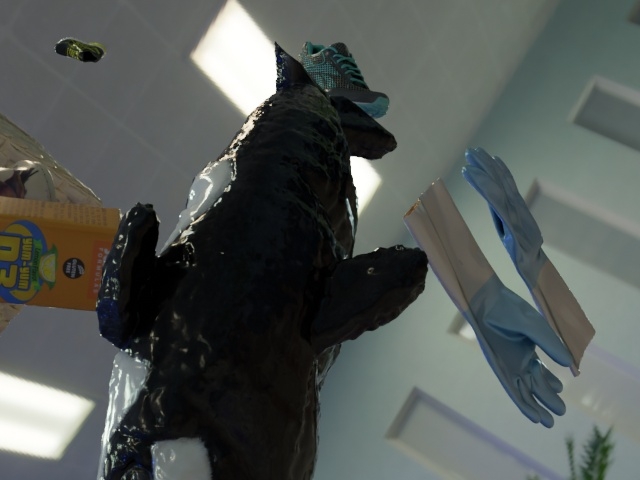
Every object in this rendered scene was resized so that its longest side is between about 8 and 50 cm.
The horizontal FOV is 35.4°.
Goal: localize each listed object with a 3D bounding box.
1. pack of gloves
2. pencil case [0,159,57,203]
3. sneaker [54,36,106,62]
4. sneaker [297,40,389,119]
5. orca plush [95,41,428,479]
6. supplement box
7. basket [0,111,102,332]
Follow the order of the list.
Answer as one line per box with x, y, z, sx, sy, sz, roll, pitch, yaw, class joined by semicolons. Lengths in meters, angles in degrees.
0.179;0.030;0.867;0.232;0.046;0.195;58;-142;-11;pack of gloves
-0.490;-0.002;1.035;0.410;0.183;0.160;-4;-102;-30;pencil case
-0.388;-0.305;1.609;0.035;0.083;0.031;-81;-6;-55;sneaker
0.019;-0.184;1.126;0.065;0.166;0.076;9;-78;-43;sneaker
0.003;0.023;0.422;0.287;0.102;0.151;-61;-38;-52;orca plush
-0.282;0.004;0.829;0.233;0.080;0.078;6;-78;-17;supplement box
-0.579;-0.054;1.547;0.328;0.266;0.331;-52;-34;-3;basket
